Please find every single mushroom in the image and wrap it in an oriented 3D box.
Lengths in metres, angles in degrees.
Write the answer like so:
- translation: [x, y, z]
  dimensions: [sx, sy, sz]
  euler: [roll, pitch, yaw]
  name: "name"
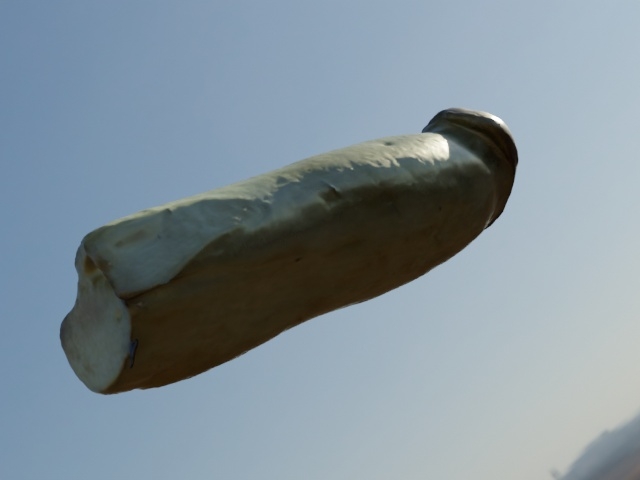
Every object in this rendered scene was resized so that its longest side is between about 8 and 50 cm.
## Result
- translation: [0.000, 0.000, 0.733]
  dimensions: [0.312, 0.081, 0.100]
  euler: [-22, -43, -43]
  name: "mushroom"
